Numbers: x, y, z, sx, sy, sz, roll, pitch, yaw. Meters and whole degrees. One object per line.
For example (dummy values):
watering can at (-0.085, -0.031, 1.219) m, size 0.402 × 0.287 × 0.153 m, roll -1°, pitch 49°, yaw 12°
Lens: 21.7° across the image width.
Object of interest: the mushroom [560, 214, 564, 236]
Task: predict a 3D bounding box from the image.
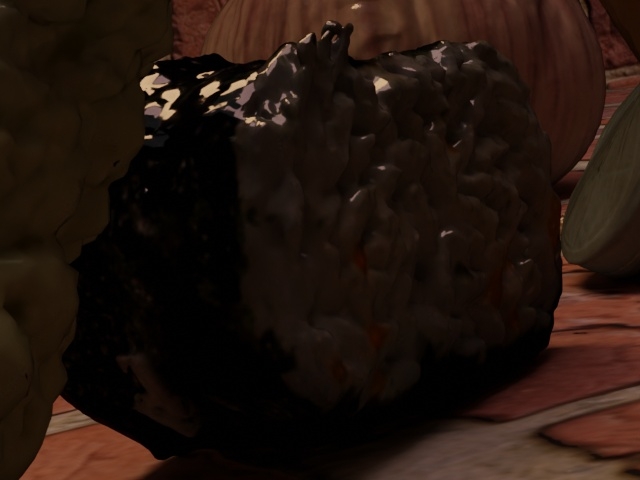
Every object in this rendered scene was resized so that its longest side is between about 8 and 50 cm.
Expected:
mushroom at (0.247, -0.025, 0.952) m, size 0.286 × 0.028 × 0.026 m, roll -9°, pitch 48°, yaw 27°

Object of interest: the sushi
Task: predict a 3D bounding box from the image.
sushi at (0.000, 0.000, 0.588) m, size 0.126 × 0.136 × 0.225 m, roll -5°, pitch 0°, yaw 25°

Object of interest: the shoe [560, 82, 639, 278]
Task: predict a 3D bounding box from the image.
shoe at (0.191, -0.036, 0.849) m, size 0.100 × 0.103 × 0.251 m, roll 32°, pitch 26°, yaw 1°

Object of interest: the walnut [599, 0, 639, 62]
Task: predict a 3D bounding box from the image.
walnut at (0.269, -0.117, 0.373) m, size 0.384 × 0.383 × 0.383 m, roll -11°, pitch 6°, yaw 1°

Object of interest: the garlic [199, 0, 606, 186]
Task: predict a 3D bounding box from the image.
garlic at (0.068, -0.148, 1.308) m, size 0.317 × 0.259 × 0.317 m, roll -16°, pitch 7°, yaw 2°

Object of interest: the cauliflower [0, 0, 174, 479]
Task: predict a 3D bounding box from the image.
cauliflower at (-0.185, -0.006, 0.363) m, size 0.327 × 0.281 × 0.260 m, roll -27°, pitch -25°, yaw -6°
